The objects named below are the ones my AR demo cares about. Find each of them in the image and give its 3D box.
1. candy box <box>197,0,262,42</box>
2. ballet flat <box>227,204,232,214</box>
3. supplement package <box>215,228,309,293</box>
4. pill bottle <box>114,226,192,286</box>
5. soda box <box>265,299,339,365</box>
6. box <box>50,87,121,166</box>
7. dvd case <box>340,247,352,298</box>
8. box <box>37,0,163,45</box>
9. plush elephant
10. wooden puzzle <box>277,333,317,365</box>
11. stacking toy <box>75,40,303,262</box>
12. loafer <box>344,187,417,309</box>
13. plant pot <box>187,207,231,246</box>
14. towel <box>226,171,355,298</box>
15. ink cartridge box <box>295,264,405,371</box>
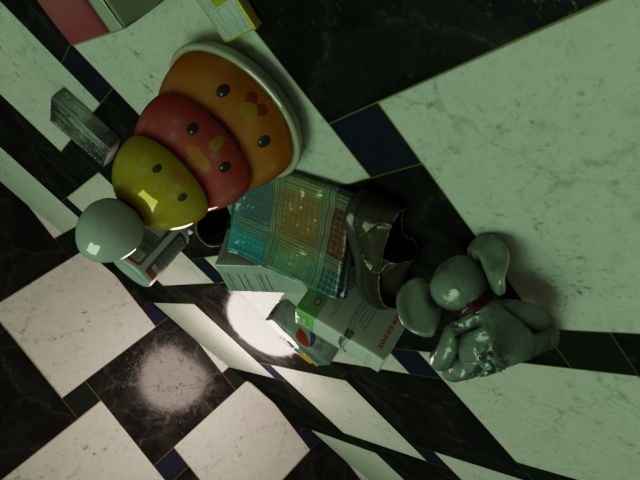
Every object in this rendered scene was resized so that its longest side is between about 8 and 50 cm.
[{"bbox_3d":[-0.197,-0.461,0.941,0.105,0.027,0.206,6,139,49],"label":"candy box"},{"bbox_3d":[-0.197,-0.061,1.531,0.087,0.083,0.247,-1,141,14],"label":"ballet flat"},{"bbox_3d":[-0.149,0.056,1.489,0.243,0.139,0.134,1,141,15],"label":"supplement package"},{"bbox_3d":[-0.556,0.004,1.804,0.161,0.283,0.161,28,152,16],"label":"pill bottle"},{"bbox_3d":[-0.066,0.351,1.990,0.286,0.091,0.098,42,152,-11],"label":"soda box"},{"bbox_3d":[-0.775,-0.365,1.729,0.231,0.056,0.183,43,152,-12],"label":"box"},{"bbox_3d":[0.000,0.000,1.288,0.180,0.022,0.253,17,112,32],"label":"dvd case"},{"bbox_3d":[-0.428,-0.489,1.033,0.232,0.149,0.127,8,140,42],"label":"box"},{"bbox_3d":[0.315,0.142,1.086,0.271,0.256,0.330,-25,162,18],"label":"plush elephant"},{"bbox_3d":[-0.073,0.440,2.189,0.221,0.044,0.239,36,153,0],"label":"wooden puzzle"},{"bbox_3d":[-0.290,-0.133,1.068,0.350,0.480,0.351,28,152,16],"label":"stacking toy"},{"bbox_3d":[0.153,0.047,1.212,0.130,0.134,0.366,17,147,33],"label":"loafer"},{"bbox_3d":[-0.350,-0.086,1.577,0.165,0.167,0.167,25,152,38],"label":"plant pot"},{"bbox_3d":[-0.085,-0.039,1.301,0.370,0.040,0.272,22,114,31],"label":"towel"},{"bbox_3d":[0.097,0.198,1.444,0.272,0.198,0.115,30,152,14],"label":"ink cartridge box"}]
